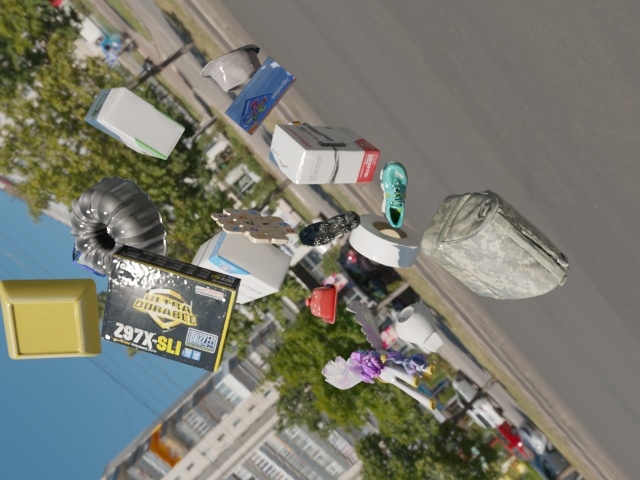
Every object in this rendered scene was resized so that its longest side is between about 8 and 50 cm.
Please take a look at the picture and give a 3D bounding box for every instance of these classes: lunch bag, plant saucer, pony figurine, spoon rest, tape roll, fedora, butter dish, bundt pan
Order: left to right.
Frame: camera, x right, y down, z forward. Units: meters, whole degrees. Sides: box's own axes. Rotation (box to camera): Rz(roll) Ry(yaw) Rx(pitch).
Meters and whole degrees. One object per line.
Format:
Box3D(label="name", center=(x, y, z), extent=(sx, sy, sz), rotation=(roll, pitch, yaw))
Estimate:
Box3D(label="plant saucer", center=(-1.000, 0.307, 2.016), extent=(0.081, 0.333, 0.332), rotation=(-116, 28, -66))
Box3D(label="lunch bag", center=(-0.771, 0.035, 1.879), extent=(0.096, 0.151, 0.129), rotation=(-8, 149, 34))
Box3D(label="bundt pan", center=(-0.634, -0.025, 1.671), extent=(0.331, 0.331, 0.124), rotation=(46, -146, 4))
Box3D(label="fedora", center=(-0.348, -0.700, 2.276), extent=(0.124, 0.275, 0.244), rotation=(59, 148, -6))
Box3D(label="butter dish", center=(-0.003, 0.251, 2.227), extent=(0.118, 0.159, 0.160), rotation=(6, 177, -16))
Box3D(label="pony figurine", center=(0.201, 0.419, 1.867), extent=(0.364, 0.302, 0.351), rotation=(11, 149, 38))
Box3D(label="tape roll", center=(0.262, -0.003, 2.200), extent=(0.286, 0.100, 0.286), rotation=(16, -157, -7))
Box3D(label="spoon rest", center=(0.316, 0.282, 1.731), extent=(0.084, 0.137, 0.276), rotation=(43, -178, -16))
Box3D(label="lunch bag", center=(0.465, 0.016, 1.438), extent=(0.305, 0.212, 0.256), rotation=(37, 168, -18))

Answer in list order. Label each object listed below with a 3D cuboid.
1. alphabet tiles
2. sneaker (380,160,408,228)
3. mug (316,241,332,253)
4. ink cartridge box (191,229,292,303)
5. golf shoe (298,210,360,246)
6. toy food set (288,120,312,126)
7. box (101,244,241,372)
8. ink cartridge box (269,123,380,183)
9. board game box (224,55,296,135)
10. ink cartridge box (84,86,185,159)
Box3D(label="alphabet tiles", center=(-0.231, -0.052, 1.921), extent=(0.278, 0.021, 0.284), rotation=(1, -157, -33))
Box3D(label="sneaker", center=(0.289, -0.172, 2.081), extent=(0.110, 0.107, 0.275), rotation=(-97, -1, -58))
Box3D(label="mug", center=(-0.002, 0.003, 1.874), extent=(0.064, 0.062, 0.078), rotation=(36, 174, -9))
Box3D(label="ink cartridge box", center=(-0.342, 0.107, 2.243), extent=(0.286, 0.166, 0.395), rotation=(32, 153, -20))
Box3D(label="golf shoe", center=(0.032, -0.033, 1.694), extent=(0.094, 0.198, 0.077), rotation=(-35, -73, -80))
Box3D(label="toy food set", center=(-0.074, -0.345, 1.950), extent=(0.232, 0.105, 0.111), rotation=(46, 141, 40))
Box3D(label="box", center=(-0.388, 0.178, 1.415), extent=(0.322, 0.257, 0.079), rotation=(17, -156, 1))
Box3D(label="ink cartridge box", center=(0.009, -0.263, 1.665), extent=(0.273, 0.114, 0.197), rotation=(-6, -145, -32))
Box3D(label="board game box", center=(-0.235, -0.563, 2.134), extent=(0.145, 0.281, 0.027), rotation=(42, -172, 14))
Box3D(label="ink cartridge box", center=(-0.554, -0.347, 1.616), extent=(0.201, 0.117, 0.278), rotation=(32, 173, -35))
